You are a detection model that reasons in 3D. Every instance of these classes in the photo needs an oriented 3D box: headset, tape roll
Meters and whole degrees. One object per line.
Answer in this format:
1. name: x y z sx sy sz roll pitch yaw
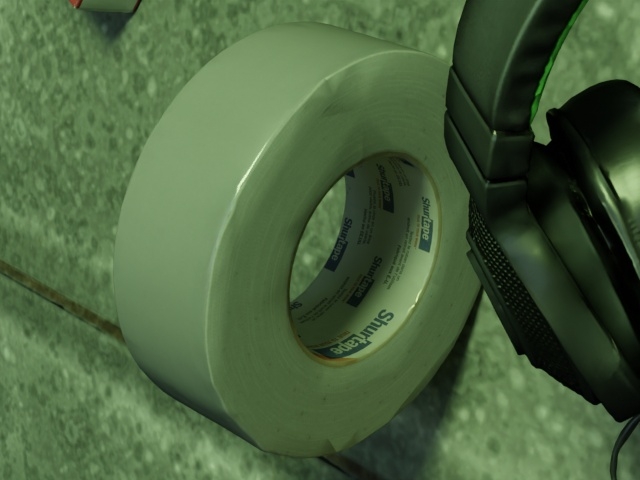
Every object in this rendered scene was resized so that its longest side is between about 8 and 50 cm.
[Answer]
1. headset: 0.181 0.010 0.522 0.185 0.243 0.394 -110 11 -48
2. tape roll: 0.000 0.000 0.693 0.072 0.219 0.219 22 109 39

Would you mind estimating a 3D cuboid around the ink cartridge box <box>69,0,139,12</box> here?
1. ink cartridge box: -0.168 -0.242 0.940 0.135 0.056 0.099 51 126 27
